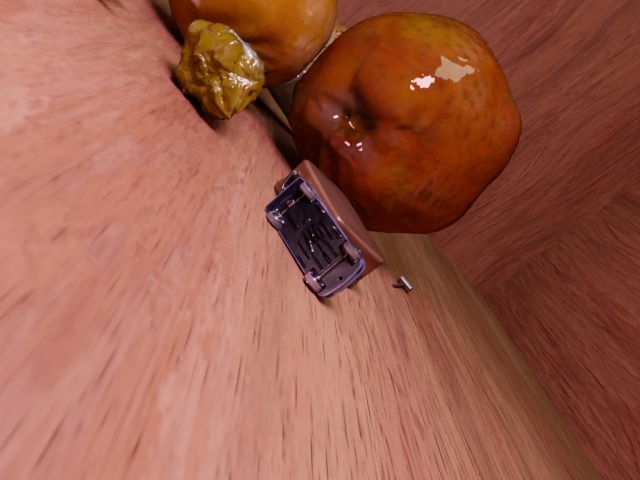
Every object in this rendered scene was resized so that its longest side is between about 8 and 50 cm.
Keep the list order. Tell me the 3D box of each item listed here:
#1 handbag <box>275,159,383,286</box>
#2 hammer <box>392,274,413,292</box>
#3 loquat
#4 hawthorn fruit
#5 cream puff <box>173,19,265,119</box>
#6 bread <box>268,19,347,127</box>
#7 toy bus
[{"bbox_3d":[0.008,-0.032,0.964,0.151,0.072,0.193,40,17,-43],"label":"handbag"},{"bbox_3d":[0.166,0.093,1.328,0.035,0.019,0.110,53,17,15],"label":"hammer"},{"bbox_3d":[-0.126,-0.453,1.180,0.328,0.328,0.328,48,11,-13],"label":"loquat"},{"bbox_3d":[0.144,-0.232,1.262,0.472,0.472,0.472,48,11,-13],"label":"hawthorn fruit"},{"bbox_3d":[-0.154,-0.240,0.928,0.146,0.116,0.146,30,-13,8],"label":"cream puff"},{"bbox_3d":[-0.032,-0.426,1.545,0.279,0.248,0.315,57,-4,12],"label":"bread"},{"bbox_3d":[0.000,0.000,0.814,0.167,0.073,0.076,57,11,32],"label":"toy bus"}]
